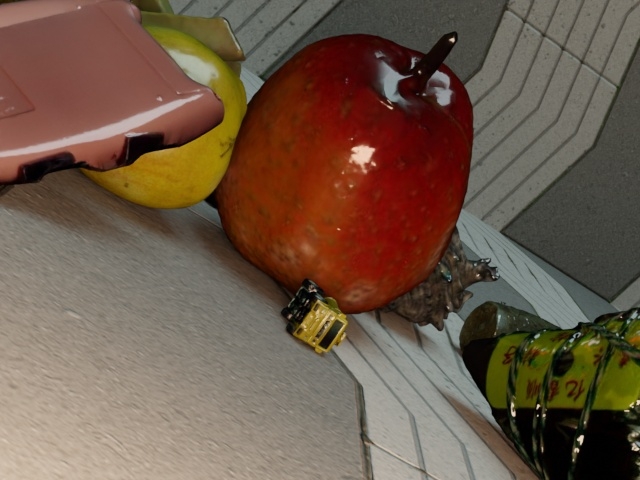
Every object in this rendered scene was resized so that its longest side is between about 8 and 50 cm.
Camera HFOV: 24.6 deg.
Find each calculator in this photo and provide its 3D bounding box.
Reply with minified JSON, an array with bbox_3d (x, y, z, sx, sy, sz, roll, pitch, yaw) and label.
[{"bbox_3d":[-0.252,-0.143,1.351,0.329,0.048,0.220,-20,59,-41],"label":"calculator"}]

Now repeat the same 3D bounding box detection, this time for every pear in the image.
[{"bbox_3d":[-0.180,-0.133,1.551,0.200,0.200,0.200,34,9,-6],"label":"pear"}]

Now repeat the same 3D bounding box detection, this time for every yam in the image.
[{"bbox_3d":[0.267,0.143,2.005,0.183,0.107,0.107,25,13,-40],"label":"yam"}]

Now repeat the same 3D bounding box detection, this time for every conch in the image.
[{"bbox_3d":[0.082,-0.006,1.903,0.313,0.186,0.241,25,-13,5],"label":"conch"}]

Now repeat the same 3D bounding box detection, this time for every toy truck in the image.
[{"bbox_3d":[-0.003,0.079,1.505,0.054,0.049,0.083,34,7,-14],"label":"toy truck"}]

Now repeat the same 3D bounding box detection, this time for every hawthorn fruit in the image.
[{"bbox_3d":[0.053,-0.097,1.631,0.284,0.369,0.285,24,37,-20],"label":"hawthorn fruit"}]

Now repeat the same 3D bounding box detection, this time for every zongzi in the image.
[{"bbox_3d":[0.313,0.231,1.517,0.319,0.362,0.383,31,-29,-8],"label":"zongzi"}]

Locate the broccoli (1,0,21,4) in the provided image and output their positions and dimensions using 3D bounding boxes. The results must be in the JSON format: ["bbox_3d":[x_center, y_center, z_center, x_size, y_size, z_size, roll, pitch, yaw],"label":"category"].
[{"bbox_3d":[-0.357,-0.205,1.639,0.118,0.122,0.204,48,-8,-9],"label":"broccoli"}]

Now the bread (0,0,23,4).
[{"bbox_3d":[-0.396,-0.384,1.907,0.145,0.268,0.268,44,11,15],"label":"bread"}]

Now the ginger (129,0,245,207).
[{"bbox_3d":[-0.195,-0.217,1.887,0.358,0.211,0.413,34,8,-19],"label":"ginger"}]
